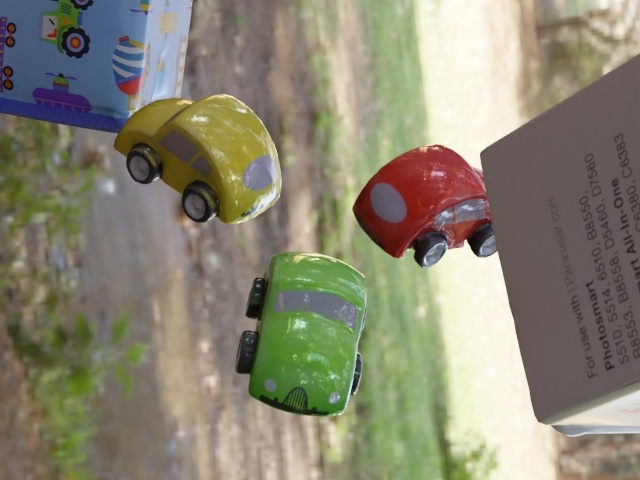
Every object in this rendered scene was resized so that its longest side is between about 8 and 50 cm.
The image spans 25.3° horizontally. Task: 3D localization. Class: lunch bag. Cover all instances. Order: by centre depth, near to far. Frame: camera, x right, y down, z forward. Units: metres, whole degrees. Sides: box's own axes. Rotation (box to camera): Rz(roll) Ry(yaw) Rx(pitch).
[{"bbox_3d":[-0.245,-0.212,1.037,0.138,0.293,0.221,-44,143,-76],"label":"lunch bag"}]

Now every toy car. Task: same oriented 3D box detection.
[{"bbox_3d":[0.000,0.000,0.753,0.225,0.239,0.053,-86,-169,-54],"label":"toy car"}]

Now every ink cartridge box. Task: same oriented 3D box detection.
[{"bbox_3d":[0.163,-0.019,0.357,0.148,0.203,0.086,7,65,-39],"label":"ink cartridge box"}]
